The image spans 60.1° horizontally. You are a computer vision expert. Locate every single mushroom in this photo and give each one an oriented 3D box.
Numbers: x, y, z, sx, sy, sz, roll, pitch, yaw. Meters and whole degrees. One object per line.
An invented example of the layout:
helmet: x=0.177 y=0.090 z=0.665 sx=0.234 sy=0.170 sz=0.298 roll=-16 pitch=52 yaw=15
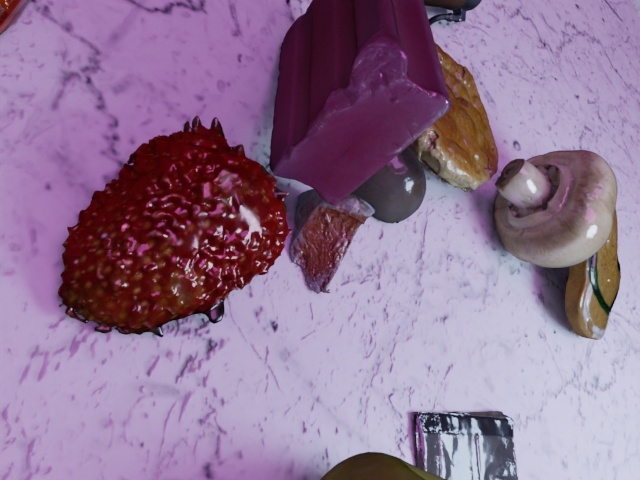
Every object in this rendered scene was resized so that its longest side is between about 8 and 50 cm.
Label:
mushroom: x=0.452 y=-0.083 z=1.107 sx=0.234 sy=0.254 sz=0.260 roll=34 pitch=13 yaw=-31
mushroom: x=0.115 y=-0.119 z=0.950 sx=0.188 sy=0.117 sz=0.141 roll=47 pitch=63 yaw=-19

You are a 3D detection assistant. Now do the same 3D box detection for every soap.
soap: x=0.044 y=-0.255 z=0.803 sx=0.128 sy=0.233 sz=0.359 roll=29 pitch=40 yaw=-28

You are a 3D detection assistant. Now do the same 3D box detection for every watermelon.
watermelon: x=0.001 y=-0.014 z=0.859 sx=0.098 sy=0.121 sz=0.158 roll=22 pitch=104 yaw=-12

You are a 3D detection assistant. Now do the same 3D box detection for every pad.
pad: x=0.243 y=0.369 z=0.905 sx=0.233 sy=0.022 sz=0.174 roll=11 pitch=67 yaw=-32

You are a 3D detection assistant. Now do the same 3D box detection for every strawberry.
strawberry: x=-0.156 y=-0.010 z=0.676 sx=0.233 sy=0.138 sz=0.306 roll=44 pitch=50 yaw=-17

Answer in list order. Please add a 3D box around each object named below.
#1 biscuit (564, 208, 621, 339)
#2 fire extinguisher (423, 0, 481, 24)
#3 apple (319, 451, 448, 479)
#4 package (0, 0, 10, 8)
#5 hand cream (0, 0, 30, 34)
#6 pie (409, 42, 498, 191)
biscuit: x=0.625 y=0.059 z=1.239 sx=0.287 sy=0.057 sz=0.343 roll=37 pitch=63 yaw=-44
fire extinguisher: x=0.220 y=-0.536 z=1.184 sx=0.376 sy=0.113 sz=0.200 roll=-12 pitch=81 yaw=-40
apple: x=0.101 y=0.388 z=0.618 sx=0.292 sy=0.292 sz=0.254 roll=27 pitch=81 yaw=-26
package: x=-0.455 y=-0.407 z=0.618 sx=0.223 sy=0.108 sz=0.288 roll=2 pitch=65 yaw=-41
hand cream: x=-0.392 y=-0.289 z=0.676 sx=0.052 sy=0.038 sz=0.216 roll=51 pitch=40 yaw=-46
pie: x=0.239 y=-0.247 z=1.086 sx=0.339 sy=0.083 sz=0.339 roll=24 pitch=53 yaw=-37
